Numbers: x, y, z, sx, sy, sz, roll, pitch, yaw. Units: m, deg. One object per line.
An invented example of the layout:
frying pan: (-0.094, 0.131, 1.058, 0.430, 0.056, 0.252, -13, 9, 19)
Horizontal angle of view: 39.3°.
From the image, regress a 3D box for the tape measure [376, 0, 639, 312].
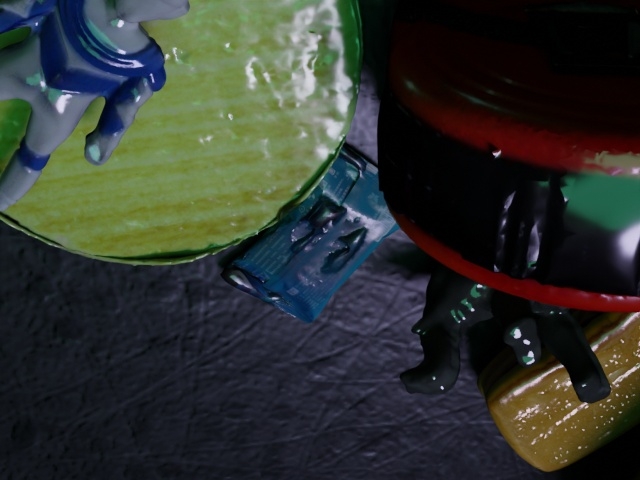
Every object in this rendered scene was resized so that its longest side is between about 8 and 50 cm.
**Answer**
tape measure: (0.158, -0.067, 0.514, 0.253, 0.260, 0.114, 1, 121, 0)

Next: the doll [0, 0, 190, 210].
doll: (-0.140, -0.107, 0.522, 0.227, 0.057, 0.114, -31, 112, 25)

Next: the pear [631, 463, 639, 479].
pear: (0.400, 0.240, 0.745, 0.398, 0.165, 0.399, -2, 119, -4)

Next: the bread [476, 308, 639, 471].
bread: (0.221, 0.093, 0.699, 0.200, 0.077, 0.116, -37, 114, 12)

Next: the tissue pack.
tissue pack: (0.000, 0.000, 0.658, 0.085, 0.028, 0.138, 33, 114, -21)

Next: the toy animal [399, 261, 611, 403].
toy animal: (0.165, 0.036, 0.618, 0.245, 0.146, 0.115, -17, 131, 8)

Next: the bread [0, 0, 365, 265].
bread: (-0.115, -0.112, 0.575, 0.301, 0.045, 0.301, -1, 120, -2)
